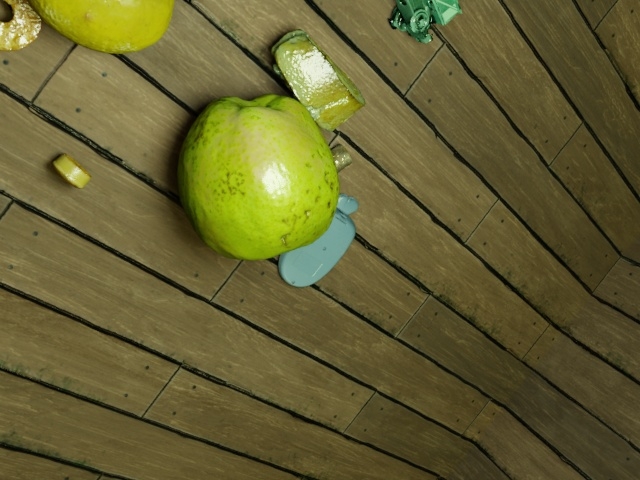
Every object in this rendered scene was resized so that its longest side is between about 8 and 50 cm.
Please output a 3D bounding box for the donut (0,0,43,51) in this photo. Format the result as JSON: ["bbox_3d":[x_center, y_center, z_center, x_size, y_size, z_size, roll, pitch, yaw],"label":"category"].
[{"bbox_3d":[-0.605,-0.440,1.262,0.152,0.058,0.151,-14,122,-25],"label":"donut"}]

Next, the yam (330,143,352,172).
[{"bbox_3d":[-0.049,-0.154,1.744,0.300,0.066,0.066,-33,127,-11],"label":"yam"}]

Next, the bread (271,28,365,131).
[{"bbox_3d":[-0.016,-0.384,1.573,0.124,0.185,0.257,-39,125,13],"label":"bread"}]

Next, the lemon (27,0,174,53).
[{"bbox_3d":[-0.409,-0.481,1.238,0.260,0.260,0.284,-46,128,-3],"label":"lemon"}]

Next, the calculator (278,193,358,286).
[{"bbox_3d":[0.000,0.000,1.864,0.188,0.042,0.302,32,99,-37],"label":"calculator"}]

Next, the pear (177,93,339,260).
[{"bbox_3d":[-0.144,-0.150,1.509,0.391,0.391,0.390,-14,120,-25],"label":"pear"}]

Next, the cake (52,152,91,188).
[{"bbox_3d":[-0.538,-0.149,1.439,0.044,0.084,0.084,-49,129,-4],"label":"cake"}]

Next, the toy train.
[{"bbox_3d":[0.231,-0.623,1.642,0.154,0.115,0.269,-46,129,-13],"label":"toy train"}]
